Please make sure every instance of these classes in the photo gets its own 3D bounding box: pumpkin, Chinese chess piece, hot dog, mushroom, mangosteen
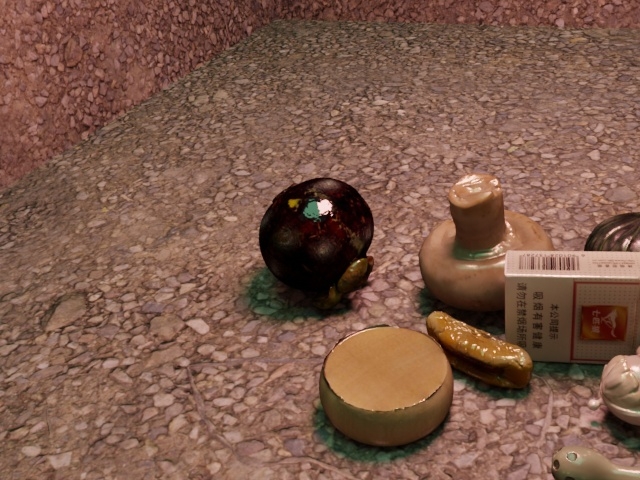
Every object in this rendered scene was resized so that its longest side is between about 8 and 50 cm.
[{"bbox_3d":[0.659,0.048,1.570,0.250,0.216,0.250,5,0,0],"label":"pumpkin"},{"bbox_3d":[0.121,0.265,1.446,0.250,0.103,0.249,-6,32,4],"label":"Chinese chess piece"},{"bbox_3d":[0.292,0.215,1.501,0.073,0.084,0.242,-32,40,-33],"label":"hot dog"},{"bbox_3d":[0.349,-0.008,1.642,0.293,0.290,0.292,-8,31,5],"label":"mushroom"},{"bbox_3d":[0.000,0.000,1.762,0.288,0.288,0.288,-6,32,4],"label":"mangosteen"}]

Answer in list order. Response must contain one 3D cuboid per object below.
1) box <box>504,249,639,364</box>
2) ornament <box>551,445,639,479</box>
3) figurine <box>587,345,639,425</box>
[{"bbox_3d":[0.516,0.126,1.463,0.330,0.210,0.095,0,33,14],"label":"box"},{"bbox_3d":[0.446,0.370,1.232,0.156,0.074,0.081,5,-10,20],"label":"ornament"},{"bbox_3d":[0.592,0.249,1.339,0.257,0.144,0.182,0,53,9],"label":"figurine"}]
